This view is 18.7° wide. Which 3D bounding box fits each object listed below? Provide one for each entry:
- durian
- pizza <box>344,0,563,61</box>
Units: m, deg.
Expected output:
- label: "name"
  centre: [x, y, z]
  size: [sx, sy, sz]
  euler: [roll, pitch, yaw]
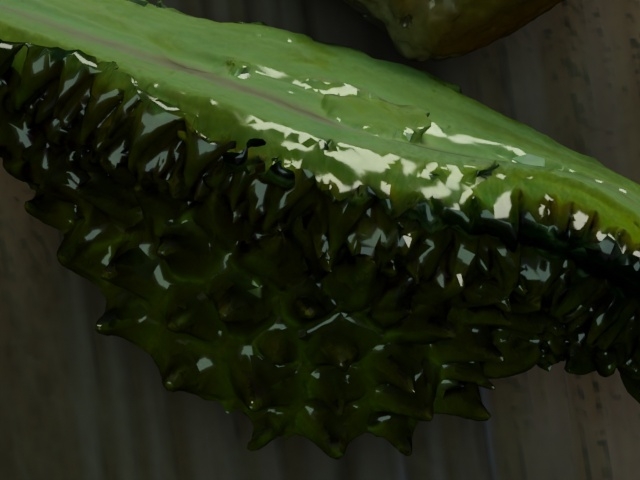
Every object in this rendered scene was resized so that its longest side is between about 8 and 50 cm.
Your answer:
- label: "durian"
  centre: [0.002, -0.003, 0.653]
  size: [0.375, 0.132, 0.107]
  euler: [23, 125, -3]
- label: "pizza"
  centre: [0.006, -0.200, 0.682]
  size: [0.297, 0.071, 0.189]
  euler: [44, 96, 5]
